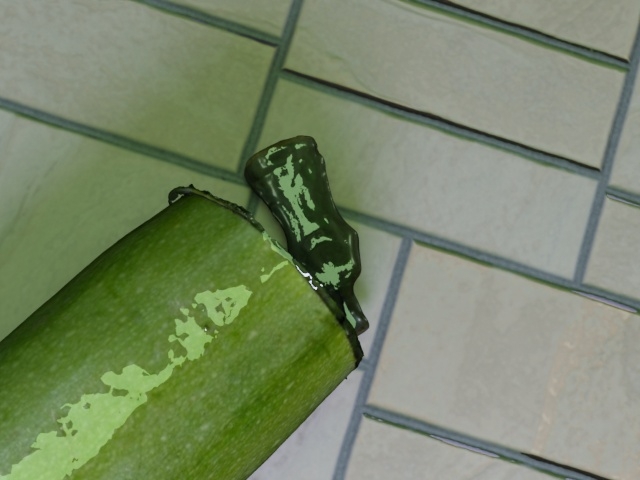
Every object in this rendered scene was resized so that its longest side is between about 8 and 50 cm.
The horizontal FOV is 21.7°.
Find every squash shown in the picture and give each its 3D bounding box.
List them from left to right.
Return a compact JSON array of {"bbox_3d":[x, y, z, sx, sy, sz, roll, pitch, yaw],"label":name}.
[{"bbox_3d":[-0.180,0.155,1.583,0.263,0.263,0.384,45,74,6],"label":"squash"}]

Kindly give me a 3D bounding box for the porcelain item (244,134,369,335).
[{"bbox_3d":[0.000,0.000,1.741,0.081,0.069,0.215,-22,78,-16],"label":"porcelain item"}]
